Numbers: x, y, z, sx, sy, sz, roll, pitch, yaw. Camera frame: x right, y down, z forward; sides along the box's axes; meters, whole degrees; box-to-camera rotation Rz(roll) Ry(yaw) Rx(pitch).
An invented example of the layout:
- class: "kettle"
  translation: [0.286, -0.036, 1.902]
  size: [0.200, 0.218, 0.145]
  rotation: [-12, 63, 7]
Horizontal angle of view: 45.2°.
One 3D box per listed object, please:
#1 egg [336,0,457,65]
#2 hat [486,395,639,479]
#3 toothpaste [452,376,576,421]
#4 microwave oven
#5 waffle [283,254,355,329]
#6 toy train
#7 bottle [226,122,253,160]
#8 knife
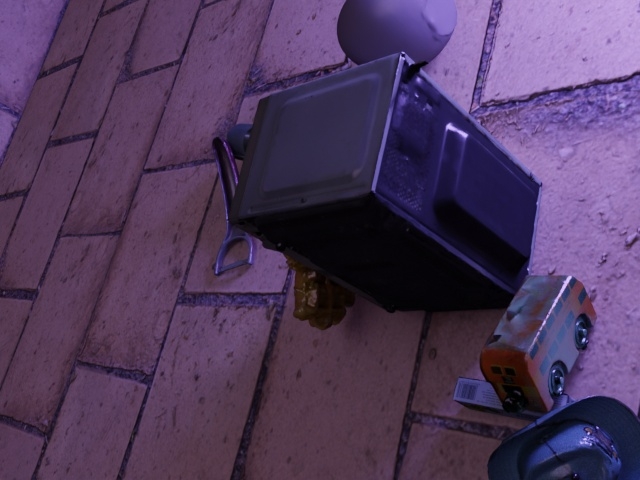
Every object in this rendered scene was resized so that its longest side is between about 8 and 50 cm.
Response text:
- class: "egg"
  translation: [0.126, -0.380, 1.352]
  size: [0.231, 0.176, 0.176]
  rotation: [-10, 61, 49]
- class: "hat"
  translation: [0.276, 0.259, 0.858]
  size: [0.191, 0.078, 0.138]
  rotation: [-44, 82, 15]
- class: "toothpaste"
  translation: [0.247, 0.205, 0.977]
  size: [0.164, 0.046, 0.034]
  rotation: [0, 65, 46]
- class: "microwave oven"
  translation: [0.097, -0.043, 1.040]
  size: [0.286, 0.355, 0.219]
  rotation: [-6, 63, 42]
- class: "waffle"
  translation: [-0.001, 0.000, 1.197]
  size: [0.056, 0.253, 0.249]
  rotation: [0, 52, 32]
- class: "toy train"
  translation: [0.265, 0.122, 0.929]
  size: [0.072, 0.099, 0.188]
  rotation: [1, 39, 44]
- class: "bottle"
  translation: [-0.080, -0.183, 1.518]
  size: [0.286, 0.082, 0.082]
  rotation: [17, 80, 49]
- class: "knife"
  translation: [-0.188, -0.072, 1.565]
  size: [0.123, 0.053, 0.278]
  rotation: [-16, 75, 35]
